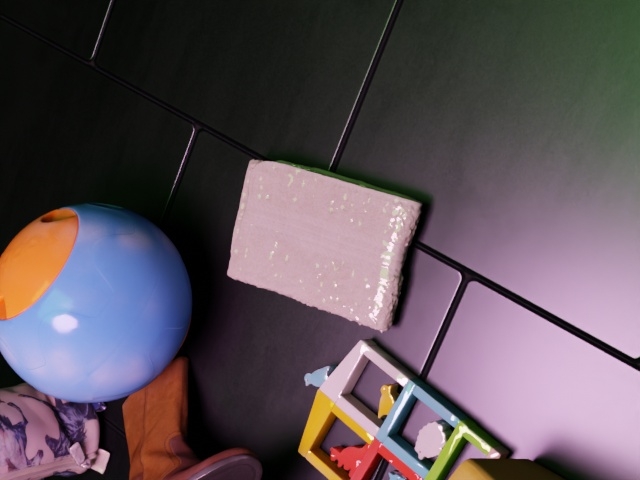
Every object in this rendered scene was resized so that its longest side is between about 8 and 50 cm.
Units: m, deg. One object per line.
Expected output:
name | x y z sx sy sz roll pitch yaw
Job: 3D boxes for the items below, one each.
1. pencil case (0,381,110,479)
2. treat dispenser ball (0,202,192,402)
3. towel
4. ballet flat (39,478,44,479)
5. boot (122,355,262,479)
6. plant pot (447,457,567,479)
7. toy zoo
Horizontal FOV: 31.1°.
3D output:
pencil case | -0.495 0.311 1.693 0.183 0.410 0.160 23 104 25
treat dispenser ball | -0.329 0.090 1.656 0.288 0.288 0.288 0 90 34
towel | 0.000 0.000 1.581 0.282 0.049 0.187 19 101 31
ballet flat | -0.577 0.425 1.938 0.247 0.087 0.083 -21 79 32
boot | -0.189 0.284 1.643 0.264 0.096 0.280 -44 32 29
plant pot | 0.225 0.372 1.345 0.187 0.212 0.212 49 115 38
toy zoo | 0.088 0.267 1.529 0.293 0.030 0.192 37 109 29
